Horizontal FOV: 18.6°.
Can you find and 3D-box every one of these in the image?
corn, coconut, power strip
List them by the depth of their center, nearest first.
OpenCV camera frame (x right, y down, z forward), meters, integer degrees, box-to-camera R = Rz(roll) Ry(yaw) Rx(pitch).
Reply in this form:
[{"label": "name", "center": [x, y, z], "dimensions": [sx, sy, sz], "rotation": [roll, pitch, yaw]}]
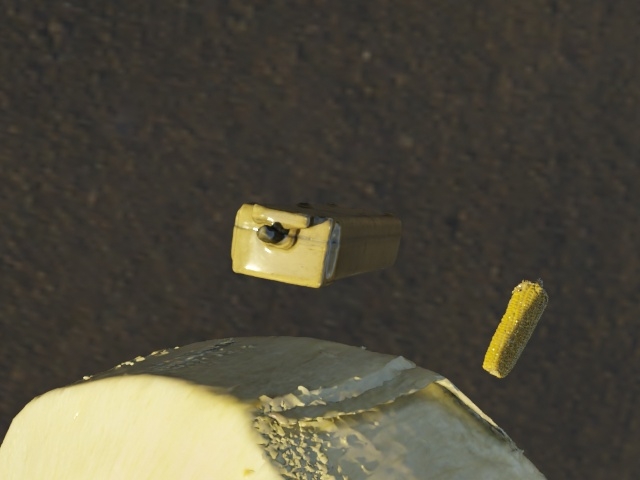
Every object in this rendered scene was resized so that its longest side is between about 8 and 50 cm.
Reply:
[{"label": "coconut", "center": [-0.028, 0.212, 1.020], "dimensions": [0.353, 0.353, 0.352], "rotation": [-11, 106, -43]}, {"label": "power strip", "center": [0.000, 0.000, 1.226], "dimensions": [0.305, 0.064, 0.044], "rotation": [-4, 104, -79]}, {"label": "corn", "center": [0.148, 0.064, 1.477], "dimensions": [0.028, 0.027, 0.083], "rotation": [29, 78, -1]}]
